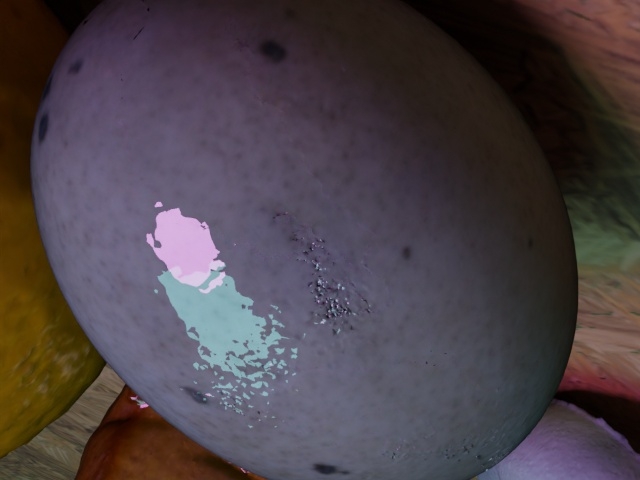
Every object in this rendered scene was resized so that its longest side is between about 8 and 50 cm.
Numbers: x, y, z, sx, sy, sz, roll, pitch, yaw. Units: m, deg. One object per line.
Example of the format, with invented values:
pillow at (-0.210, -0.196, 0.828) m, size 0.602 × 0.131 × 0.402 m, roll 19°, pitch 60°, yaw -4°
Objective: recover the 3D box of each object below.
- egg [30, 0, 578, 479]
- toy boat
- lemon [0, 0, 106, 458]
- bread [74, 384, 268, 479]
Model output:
egg at (0.000, 0.000, 0.536) m, size 0.169 × 0.169 × 0.236 m, roll 4°, pitch 149°, yaw 40°
toy boat at (0.137, 0.162, 0.845) m, size 0.134 × 0.079 × 0.208 m, roll 49°, pitch 169°, yaw 15°
lemon at (-0.193, -0.018, 0.611) m, size 0.236 × 0.236 × 0.263 m, roll 1°, pitch 126°, yaw 43°
bread at (-0.067, 0.173, 0.888) m, size 0.148 × 0.270 × 0.270 m, roll 18°, pitch 158°, yaw 14°
